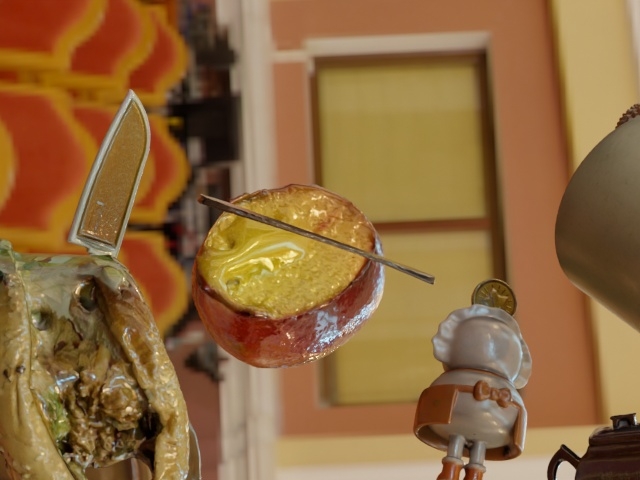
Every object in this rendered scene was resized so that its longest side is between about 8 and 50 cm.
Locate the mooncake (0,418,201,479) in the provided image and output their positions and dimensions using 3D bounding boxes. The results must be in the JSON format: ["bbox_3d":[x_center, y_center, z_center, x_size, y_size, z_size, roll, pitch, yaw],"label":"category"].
[{"bbox_3d":[-0.377,0.316,2.273,0.393,0.394,0.246,-59,167,12],"label":"mooncake"}]

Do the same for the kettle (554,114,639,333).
[{"bbox_3d":[0.508,0.014,1.844,0.377,0.361,0.250,47,-16,51],"label":"kettle"}]

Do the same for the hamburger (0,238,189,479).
[{"bbox_3d":[-0.232,0.105,1.498,0.288,0.167,0.192,-126,-158,-52],"label":"hamburger"}]

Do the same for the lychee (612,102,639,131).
[{"bbox_3d":[0.464,-0.108,2.169,0.165,0.197,0.165,-32,-135,39],"label":"lychee"}]

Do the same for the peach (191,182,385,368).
[{"bbox_3d":[-0.057,0.051,2.484,0.338,0.281,0.281,5,81,-63],"label":"peach"}]

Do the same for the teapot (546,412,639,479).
[{"bbox_3d":[0.312,0.221,1.667,0.087,0.177,0.096,-24,104,-69],"label":"teapot"}]

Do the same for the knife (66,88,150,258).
[{"bbox_3d":[-0.247,-0.002,1.832,0.027,0.061,0.343,-1,-110,62],"label":"knife"}]

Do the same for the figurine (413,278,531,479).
[{"bbox_3d":[0.194,0.176,2.032,0.143,0.143,0.271,87,20,-82],"label":"figurine"}]

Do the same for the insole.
[{"bbox_3d":[0.000,0.000,1.902,0.110,0.309,0.012,21,-89,60],"label":"insole"}]
